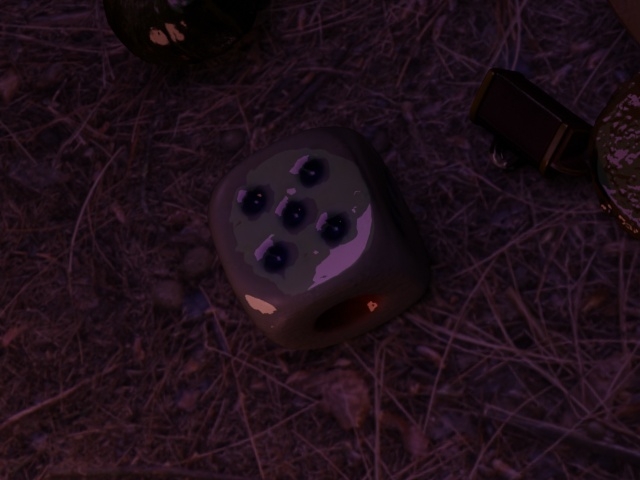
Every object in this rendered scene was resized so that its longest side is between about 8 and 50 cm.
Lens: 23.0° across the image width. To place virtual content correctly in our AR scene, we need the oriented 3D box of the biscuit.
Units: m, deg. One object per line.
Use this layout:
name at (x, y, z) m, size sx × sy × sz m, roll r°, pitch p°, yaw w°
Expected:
biscuit at (0.396, -0.089, 1.686) m, size 0.225 × 0.042 × 0.226 m, roll -5°, pitch 70°, yaw 13°

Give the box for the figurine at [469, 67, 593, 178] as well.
figurine at (0.234, -0.115, 1.747) m, size 0.154 × 0.082 × 0.098 m, roll 43°, pitch 108°, yaw 24°

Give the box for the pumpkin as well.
pumpkin at (-0.164, -0.315, 1.906) m, size 0.223 × 0.157 × 0.224 m, roll -17°, pitch 56°, yaw 27°

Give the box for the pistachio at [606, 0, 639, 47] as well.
pistachio at (0.475, -0.309, 1.606) m, size 0.365 × 0.281 × 0.445 m, roll -46°, pitch 77°, yaw 6°

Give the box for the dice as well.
dice at (0.000, 0.000, 1.733) m, size 0.194 × 0.193 × 0.192 m, roll -29°, pitch 66°, yaw 12°
